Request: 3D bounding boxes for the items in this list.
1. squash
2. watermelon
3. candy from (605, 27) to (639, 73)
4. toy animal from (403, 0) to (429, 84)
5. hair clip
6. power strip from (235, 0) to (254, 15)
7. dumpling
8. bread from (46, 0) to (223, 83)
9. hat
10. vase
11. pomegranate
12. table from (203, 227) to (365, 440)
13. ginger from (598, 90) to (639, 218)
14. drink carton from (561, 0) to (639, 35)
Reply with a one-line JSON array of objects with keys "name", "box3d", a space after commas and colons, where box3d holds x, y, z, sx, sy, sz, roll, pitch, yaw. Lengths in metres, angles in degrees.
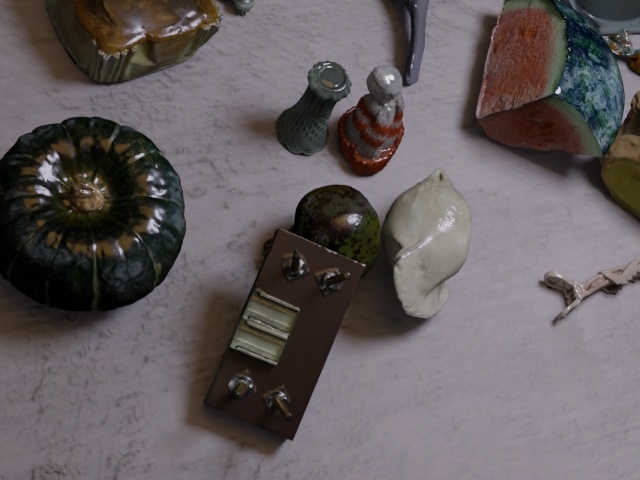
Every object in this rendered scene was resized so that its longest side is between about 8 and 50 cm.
[{"name": "squash", "box3d": [-0.293, -0.033, 1.635, 0.252, 0.165, 0.252, 8, 64, -17]}, {"name": "watermelon", "box3d": [0.319, -0.258, 1.954, 0.226, 0.148, 0.318, -30, 53, 8]}, {"name": "candy", "box3d": [0.539, -0.284, 2.112, 0.182, 0.046, 0.053, 29, 60, -5]}, {"name": "toy animal", "box3d": [0.166, -0.433, 2.006, 0.206, 0.081, 0.367, -25, 66, 19]}, {"name": "hair clip", "box3d": [0.421, 0.054, 1.907, 0.226, 0.034, 0.072, -16, 69, -25]}, {"name": "power strip", "box3d": [-0.127, -0.368, 1.947, 0.055, 0.035, 0.083, -21, 59, -26]}, {"name": "dumpling", "box3d": [0.149, 0.007, 1.781, 0.126, 0.166, 0.216, -15, 37, 2]}, {"name": "bread", "box3d": [-0.260, -0.332, 1.833, 0.210, 0.110, 0.192, -21, 73, -26]}, {"name": "hat", "box3d": [0.083, -0.180, 1.840, 0.094, 0.162, 0.112, 28, 55, 0]}, {"name": "vase", "box3d": [-0.005, -0.188, 1.821, 0.081, 0.148, 0.081, 8, 62, -15]}, {"name": "pomegranate", "box3d": [0.006, -0.009, 1.756, 0.163, 0.138, 0.125, 2, 49, 30]}, {"name": "table", "box3d": [-0.041, 0.116, 1.622, 0.122, 0.111, 0.240, 23, 85, -6]}, {"name": "ginger", "box3d": [0.555, -0.111, 1.972, 0.221, 0.130, 0.275, -38, 91, -19]}, {"name": "drink carton", "box3d": [0.490, -0.458, 2.108, 0.185, 0.189, 0.191, -6, 66, -15]}]
